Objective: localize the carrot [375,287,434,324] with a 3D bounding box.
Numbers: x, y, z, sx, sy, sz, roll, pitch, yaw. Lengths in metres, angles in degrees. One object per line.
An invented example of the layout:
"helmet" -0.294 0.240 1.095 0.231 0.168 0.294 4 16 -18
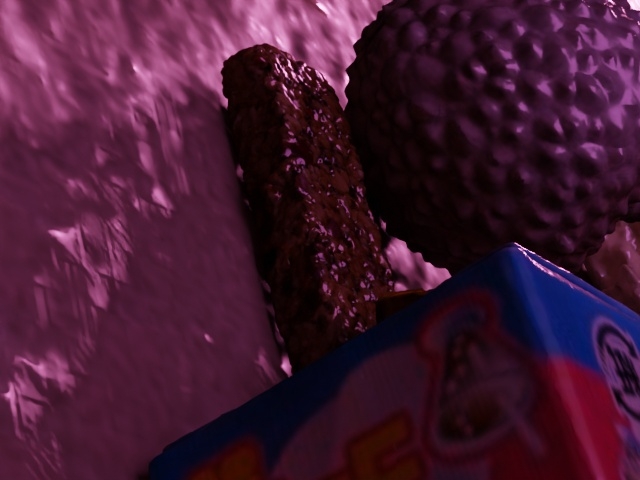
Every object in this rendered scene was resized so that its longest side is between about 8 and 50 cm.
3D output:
"carrot" 0.070 0.098 0.627 0.082 0.082 0.173 -21 104 -65

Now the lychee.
"lychee" 0.102 -0.050 0.798 0.197 0.165 0.165 38 29 -13

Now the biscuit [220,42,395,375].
"biscuit" 0.000 0.000 0.703 0.064 0.034 0.199 26 39 -47

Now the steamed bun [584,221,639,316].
"steamed bun" 0.285 0.026 0.996 0.272 0.273 0.290 -25 77 -22

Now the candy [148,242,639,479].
"candy" 0.062 0.172 0.471 0.100 0.157 0.306 26 39 -49
